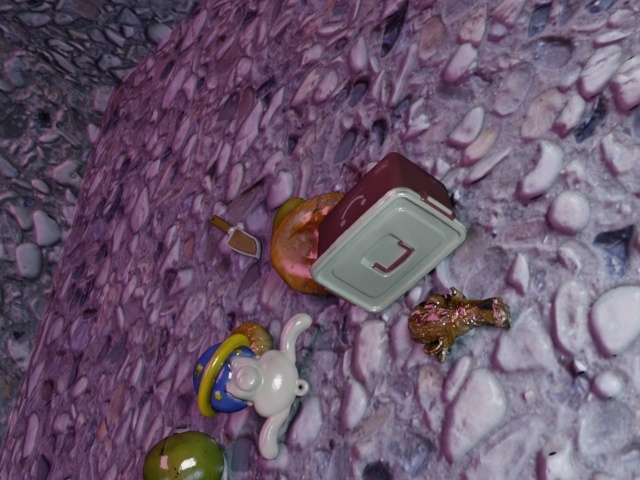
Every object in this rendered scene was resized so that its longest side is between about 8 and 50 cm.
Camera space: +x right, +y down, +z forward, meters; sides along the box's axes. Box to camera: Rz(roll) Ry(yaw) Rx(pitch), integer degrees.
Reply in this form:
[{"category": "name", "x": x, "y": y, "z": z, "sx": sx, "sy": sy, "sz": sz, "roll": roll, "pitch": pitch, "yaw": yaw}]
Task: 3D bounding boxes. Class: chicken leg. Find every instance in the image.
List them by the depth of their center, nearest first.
[{"category": "chicken leg", "x": 0.242, "y": 0.134, "z": 1.477, "sx": 0.196, "sy": 0.080, "sz": 0.125, "roll": -32, "pitch": 52, "yaw": 30}]

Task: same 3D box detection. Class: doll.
[{"category": "doll", "x": -0.147, "y": 0.271, "z": 1.813, "sx": 0.242, "sy": 0.159, "sz": 0.311, "roll": 23, "pitch": 82, "yaw": 36}]

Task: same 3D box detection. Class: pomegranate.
[{"category": "pomegranate", "x": -0.289, "y": 0.524, "z": 1.895, "sx": 0.179, "sy": 0.210, "sz": 0.179, "roll": -47, "pitch": -6, "yaw": -7}]

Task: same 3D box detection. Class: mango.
[{"category": "mango", "x": -0.059, "y": -0.017, "z": 2.035, "sx": 0.122, "sy": 0.085, "sz": 0.191, "roll": -26, "pitch": 55, "yaw": 28}]

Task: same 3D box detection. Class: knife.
[{"category": "knife", "x": -0.238, "y": -0.007, "z": 2.341, "sx": 0.061, "sy": 0.027, "sz": 0.343, "roll": -59, "pitch": 34, "yaw": -3}]

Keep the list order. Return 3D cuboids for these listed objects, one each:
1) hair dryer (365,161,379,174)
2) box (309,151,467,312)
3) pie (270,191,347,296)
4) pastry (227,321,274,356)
[{"category": "hair dryer", "x": 0.098, "y": -0.109, "z": 1.903, "sx": 0.137, "sy": 0.047, "sz": 0.082, "roll": -38, "pitch": 39, "yaw": 45}, {"category": "box", "x": 0.127, "y": -0.019, "z": 1.659, "sx": 0.294, "sy": 0.193, "sz": 0.167, "roll": -44, "pitch": 27, "yaw": 29}, {"category": "pie", "x": 0.000, "y": 0.000, "z": 1.886, "sx": 0.273, "sy": 0.069, "sz": 0.273, "roll": -14, "pitch": 59, "yaw": 24}, {"category": "pastry", "x": -0.172, "y": 0.264, "z": 1.981, "sx": 0.153, "sy": 0.081, "sz": 0.153, "roll": -34, "pitch": 43, "yaw": 38}]
